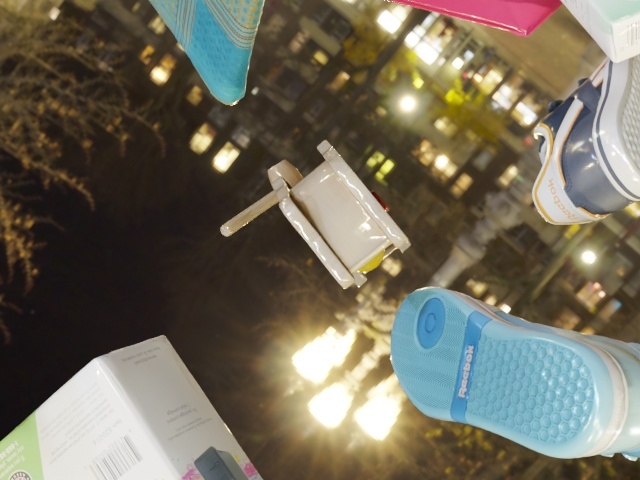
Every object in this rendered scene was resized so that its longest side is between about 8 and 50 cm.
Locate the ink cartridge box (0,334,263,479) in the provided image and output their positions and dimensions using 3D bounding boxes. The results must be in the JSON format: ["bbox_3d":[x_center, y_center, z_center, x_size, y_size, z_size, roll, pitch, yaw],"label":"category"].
[{"bbox_3d":[-0.148,0.297,0.933,0.353,0.207,0.119,55,-157,11],"label":"ink cartridge box"}]

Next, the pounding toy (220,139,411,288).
[{"bbox_3d":[0.000,0.000,1.030,0.154,0.155,0.269,50,-176,-14],"label":"pounding toy"}]

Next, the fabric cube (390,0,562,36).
[{"bbox_3d":[0.205,-0.440,1.183,0.254,0.258,0.259,11,165,-12],"label":"fabric cube"}]

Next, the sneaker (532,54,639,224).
[{"bbox_3d":[0.310,-0.124,1.046,0.126,0.127,0.321,53,-141,-6],"label":"sneaker"}]

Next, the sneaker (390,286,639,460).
[{"bbox_3d":[0.220,0.134,0.940,0.208,0.127,0.319,11,-174,-30],"label":"sneaker"}]

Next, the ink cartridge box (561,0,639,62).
[{"bbox_3d":[0.296,-0.273,0.887,0.056,0.181,0.225,68,180,-51],"label":"ink cartridge box"}]

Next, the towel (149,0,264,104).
[{"bbox_3d":[-0.141,-0.357,1.134,0.271,0.040,0.370,56,154,16],"label":"towel"}]
